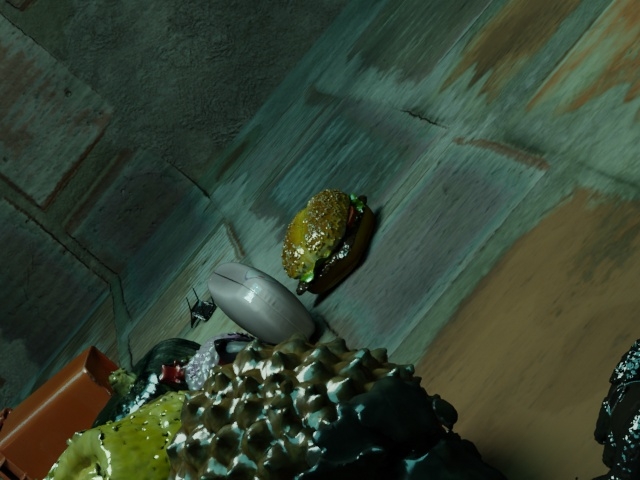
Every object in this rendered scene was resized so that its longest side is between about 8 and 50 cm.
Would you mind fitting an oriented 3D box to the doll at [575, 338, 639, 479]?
[{"bbox_3d":[0.217,0.125,0.990,0.165,0.057,0.139,-50,15,19],"label":"doll"}]

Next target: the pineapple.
[{"bbox_3d":[0.029,0.176,1.133,0.223,0.223,0.357,-54,18,-17],"label":"pineapple"}]

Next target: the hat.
[{"bbox_3d":[-0.064,0.153,1.731,0.227,0.140,0.129,-15,45,47],"label":"hat"}]

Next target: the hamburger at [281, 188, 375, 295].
[{"bbox_3d":[0.000,0.000,1.998,0.137,0.087,0.166,-43,14,28],"label":"hamburger"}]

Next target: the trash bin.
[{"bbox_3d":[-0.414,0.301,2.399,0.238,0.161,0.184,-43,14,13],"label":"trash bin"}]

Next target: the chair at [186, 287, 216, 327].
[{"bbox_3d":[-0.196,0.116,2.466,0.037,0.042,0.086,-56,-22,-30],"label":"chair"}]

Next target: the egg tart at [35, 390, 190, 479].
[{"bbox_3d":[-0.214,0.306,1.532,0.345,0.132,0.345,-38,41,41],"label":"egg tart"}]

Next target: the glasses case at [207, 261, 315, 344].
[{"bbox_3d":[-0.082,0.085,1.974,0.075,0.113,0.297,-50,13,-6],"label":"glasses case"}]

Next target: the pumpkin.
[{"bbox_3d":[-0.213,0.222,1.935,0.212,0.152,0.211,-62,6,11],"label":"pumpkin"}]
